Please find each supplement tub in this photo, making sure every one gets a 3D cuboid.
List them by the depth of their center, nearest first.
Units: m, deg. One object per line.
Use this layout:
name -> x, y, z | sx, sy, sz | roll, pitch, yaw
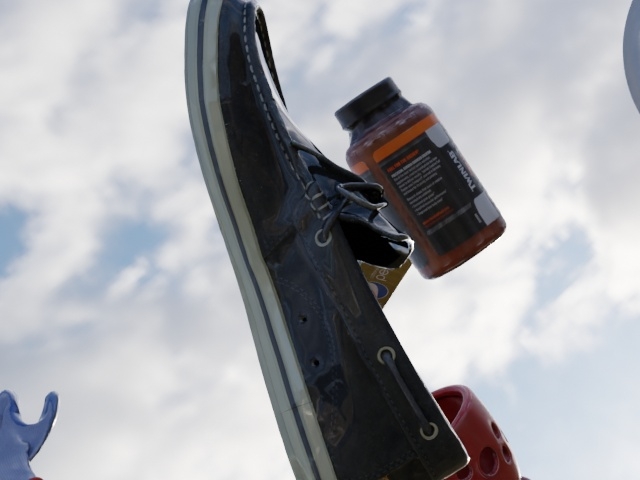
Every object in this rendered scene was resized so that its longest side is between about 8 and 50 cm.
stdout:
supplement tub -> 0.096, -0.066, 1.532 | 0.106, 0.198, 0.106 | -33, 3, 2

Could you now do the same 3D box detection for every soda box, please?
soda box -> 0.073, 0.024, 1.901 | 0.061, 0.058, 0.181 | 12, -33, -10

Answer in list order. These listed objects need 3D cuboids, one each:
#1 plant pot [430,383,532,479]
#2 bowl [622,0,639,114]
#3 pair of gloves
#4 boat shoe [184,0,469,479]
plant pot -> 0.153, 0.292, 1.798 | 0.191, 0.174, 0.191 | -40, 10, 9
bowl -> 0.460, -0.209, 1.536 | 0.298, 0.298, 0.134 | -41, -11, -1
pair of gloves -> -0.252, 0.151, 0.960 | 0.198, 0.159, 0.023 | -26, -66, -12
boat shoe -> 0.000, 0.000, 1.327 | 0.156, 0.500, 0.187 | -19, -13, 6
